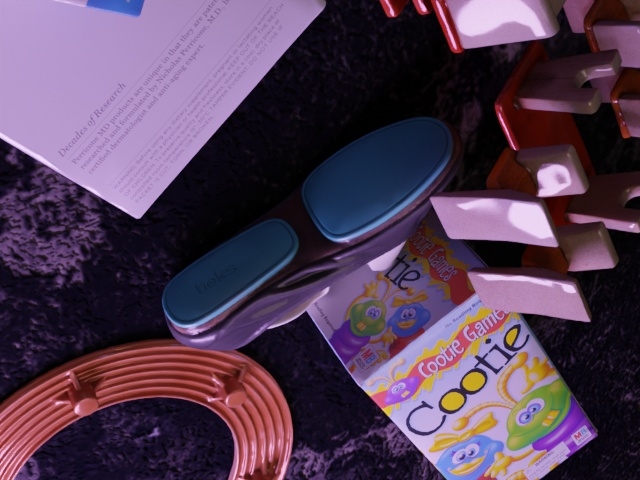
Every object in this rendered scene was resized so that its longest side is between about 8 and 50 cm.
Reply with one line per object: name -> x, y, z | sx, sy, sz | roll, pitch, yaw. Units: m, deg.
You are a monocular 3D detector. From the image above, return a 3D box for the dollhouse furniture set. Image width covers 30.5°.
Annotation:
dollhouse furniture set -> 0.156, -0.112, 0.884 | 0.262, 0.135, 0.259 | -56, 132, -32

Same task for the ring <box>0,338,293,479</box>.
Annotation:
ring -> -0.175, 0.229, 1.060 | 0.336, 0.032, 0.336 | -17, 131, -20

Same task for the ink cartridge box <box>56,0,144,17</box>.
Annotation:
ink cartridge box -> -0.132, -0.158, 0.524 | 0.122, 0.052, 0.088 | 6, 118, -33

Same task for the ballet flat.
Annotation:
ballet flat -> 0.000, 0.000, 0.953 | 0.280, 0.095, 0.096 | -31, 145, 8

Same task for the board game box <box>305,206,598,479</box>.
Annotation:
board game box -> 0.118, 0.109, 1.062 | 0.142, 0.144, 0.275 | -38, 134, 1

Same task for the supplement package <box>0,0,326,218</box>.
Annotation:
supplement package -> -0.175, -0.179, 0.642 | 0.175, 0.177, 0.293 | -48, 134, 9
